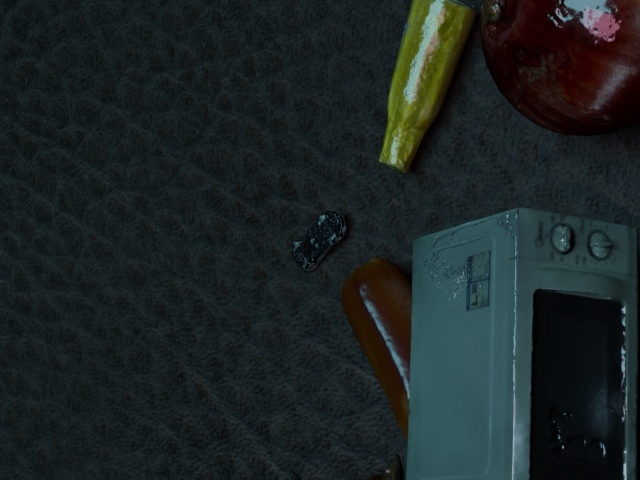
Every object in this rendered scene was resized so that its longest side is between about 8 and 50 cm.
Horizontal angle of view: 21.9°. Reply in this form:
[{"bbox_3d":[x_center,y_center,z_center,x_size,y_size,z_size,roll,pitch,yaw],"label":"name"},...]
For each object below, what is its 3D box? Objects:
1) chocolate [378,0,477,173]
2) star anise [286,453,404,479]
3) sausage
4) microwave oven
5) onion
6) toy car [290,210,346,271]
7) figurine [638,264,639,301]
[{"bbox_3d":[0.121,-0.190,2.007,0.085,0.085,0.219,21,95,37],"label":"chocolate"},{"bbox_3d":[0.032,0.393,1.847,0.331,0.118,0.332,-10,52,13],"label":"star anise"},{"bbox_3d":[0.111,0.153,1.943,0.083,0.089,0.300,-55,51,49],"label":"sausage"},{"bbox_3d":[0.222,0.134,1.779,0.237,0.181,0.295,-19,66,61],"label":"microwave oven"},{"bbox_3d":[0.289,-0.250,1.791,0.276,0.276,0.276,-8,77,35],"label":"onion"},{"bbox_3d":[0.000,0.000,2.088,0.093,0.025,0.041,-44,61,25],"label":"toy car"},{"bbox_3d":[0.455,0.103,1.647,0.248,0.203,0.380,-39,41,-3],"label":"figurine"}]
